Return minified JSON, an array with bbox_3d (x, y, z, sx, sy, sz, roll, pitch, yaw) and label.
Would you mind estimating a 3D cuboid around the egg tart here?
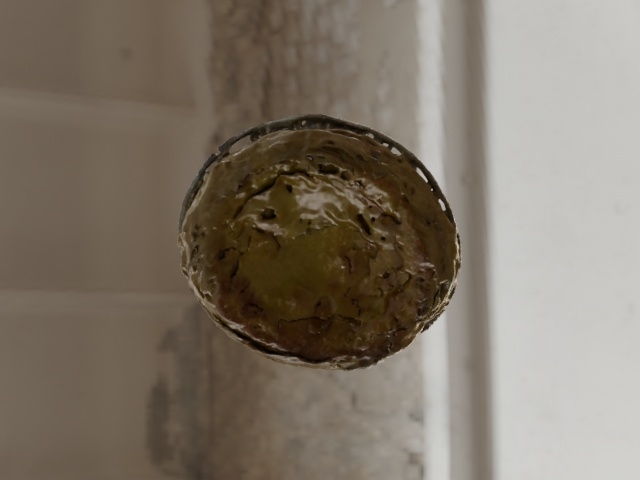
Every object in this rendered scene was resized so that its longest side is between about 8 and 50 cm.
[{"bbox_3d":[0.000,0.000,1.505,0.234,0.234,0.094,60,-162,-22],"label":"egg tart"}]
